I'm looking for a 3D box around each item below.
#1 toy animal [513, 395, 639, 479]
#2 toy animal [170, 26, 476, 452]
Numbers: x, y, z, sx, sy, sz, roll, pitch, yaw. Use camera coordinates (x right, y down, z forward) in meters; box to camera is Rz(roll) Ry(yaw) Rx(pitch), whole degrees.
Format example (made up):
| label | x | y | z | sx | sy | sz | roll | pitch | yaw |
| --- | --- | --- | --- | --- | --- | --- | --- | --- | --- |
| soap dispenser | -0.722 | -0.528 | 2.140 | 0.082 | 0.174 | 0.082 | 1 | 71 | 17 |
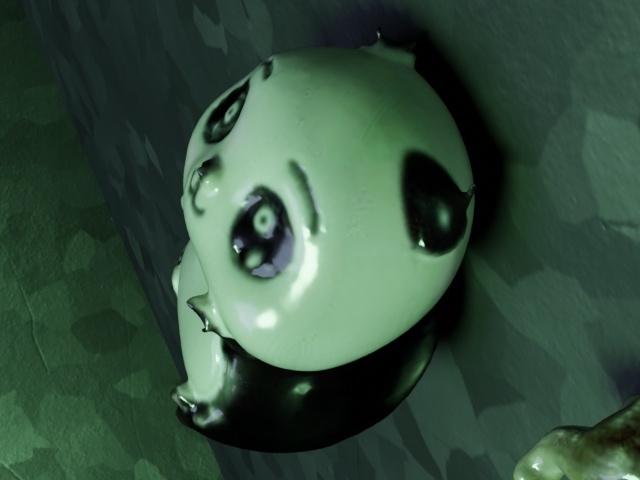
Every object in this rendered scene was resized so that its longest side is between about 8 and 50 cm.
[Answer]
| label | x | y | z | sx | sy | sz | roll | pitch | yaw |
| --- | --- | --- | --- | --- | --- | --- | --- | --- | --- |
| toy animal | 0.217 | 0.183 | 0.583 | 0.169 | 0.121 | 0.233 | -49 | 54 | 49 |
| toy animal | 0.000 | 0.000 | 0.787 | 0.251 | 0.251 | 0.310 | 58 | 147 | 24 |
